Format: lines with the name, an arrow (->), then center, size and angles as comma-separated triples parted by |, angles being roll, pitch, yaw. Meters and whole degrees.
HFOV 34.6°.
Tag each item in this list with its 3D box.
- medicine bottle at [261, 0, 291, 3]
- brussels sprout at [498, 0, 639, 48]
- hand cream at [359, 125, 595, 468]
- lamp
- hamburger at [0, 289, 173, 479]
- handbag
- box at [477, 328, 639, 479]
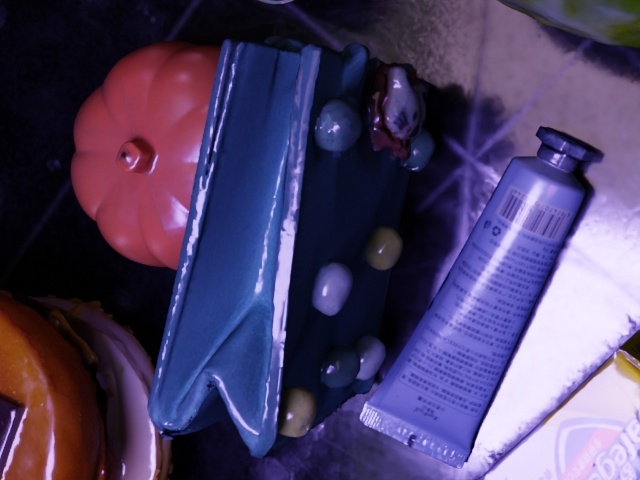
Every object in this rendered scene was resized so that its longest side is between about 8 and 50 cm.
medicine bottle -> -0.069, -0.240, 0.768 | 0.096, 0.192, 0.096 | 1, 93, 21
brussels sprout -> 0.199, -0.277, 0.632 | 0.344, 0.268, 0.344 | -5, 70, 15
hand cream -> 0.124, 0.043, 0.779 | 0.091, 0.058, 0.271 | 25, 105, 2
lamp -> -0.106, -0.065, 0.808 | 0.188, 0.164, 0.187 | 2, 96, 24
hamburger -> -0.269, 0.171, 0.855 | 0.291, 0.225, 0.290 | -1, 86, 18
handbag -> 0.004, 0.003, 0.710 | 0.100, 0.269, 0.274 | 17, 98, 20
box -> 0.160, 0.184, 0.711 | 0.265, 0.168, 0.097 | -47, 74, 16
